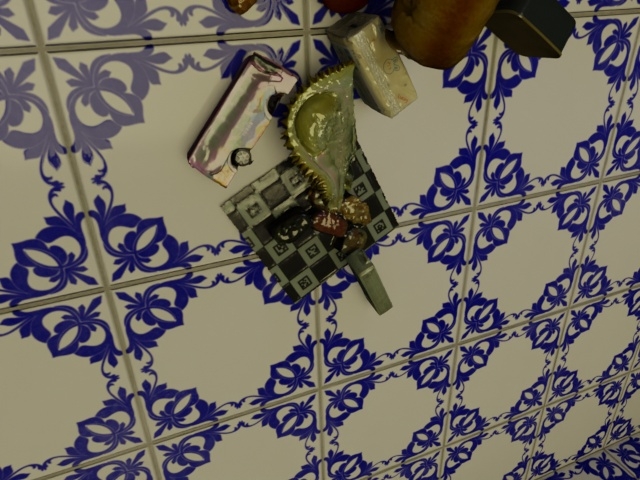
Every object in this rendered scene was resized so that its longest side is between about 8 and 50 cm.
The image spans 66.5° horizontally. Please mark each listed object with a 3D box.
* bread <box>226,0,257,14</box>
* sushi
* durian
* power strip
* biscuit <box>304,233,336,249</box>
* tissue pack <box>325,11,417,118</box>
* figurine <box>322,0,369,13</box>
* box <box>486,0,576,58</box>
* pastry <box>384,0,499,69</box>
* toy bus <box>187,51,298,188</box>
[{"bbox_3d":[-0.116,-0.496,0.923,0.157,0.044,0.052,-46,121,2],"label":"bread"},{"bbox_3d":[0.006,-0.048,1.180,0.359,0.064,0.343,-36,121,-6],"label":"sushi"},{"bbox_3d":[0.015,-0.208,1.025,0.172,0.166,0.306,5,88,-62],"label":"durian"},{"bbox_3d":[0.131,0.113,1.287,0.052,0.078,0.272,-35,143,-2],"label":"power strip"},{"bbox_3d":[0.000,0.000,1.245,0.089,0.016,0.046,-8,115,-22],"label":"biscuit"},{"bbox_3d":[0.109,-0.370,1.029,0.092,0.148,0.196,-36,125,0],"label":"tissue pack"},{"bbox_3d":[0.075,-0.559,0.853,0.269,0.211,0.261,19,103,-51],"label":"figurine"},{"bbox_3d":[0.480,-0.514,1.132,0.201,0.144,0.090,22,101,-31],"label":"box"},{"bbox_3d":[0.236,-0.472,0.860,0.163,0.356,0.356,22,106,-1],"label":"pastry"},{"bbox_3d":[-0.161,-0.247,1.003,0.112,0.090,0.274,31,98,-24],"label":"toy bus"}]
